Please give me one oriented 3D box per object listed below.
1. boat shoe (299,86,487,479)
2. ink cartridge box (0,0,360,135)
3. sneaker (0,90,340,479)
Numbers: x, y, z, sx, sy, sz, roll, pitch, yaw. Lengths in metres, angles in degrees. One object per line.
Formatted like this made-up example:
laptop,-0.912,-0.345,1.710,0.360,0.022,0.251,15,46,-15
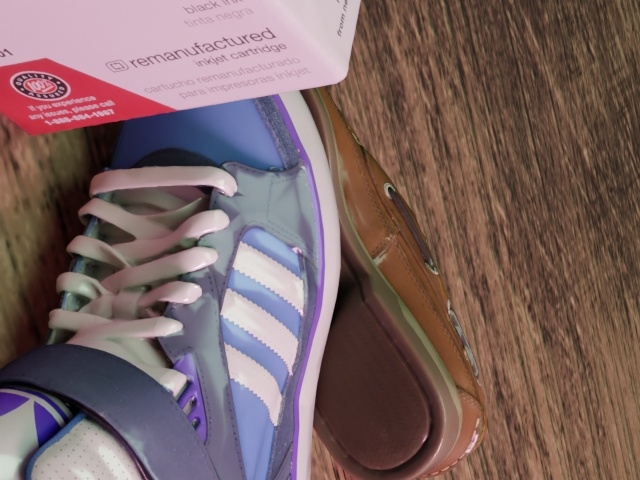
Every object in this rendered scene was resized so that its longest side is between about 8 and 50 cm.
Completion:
boat shoe,0.000,0.000,0.807,0.104,0.110,0.307,0,64,-62
ink cartridge box,-0.127,-0.170,0.579,0.273,0.197,0.114,43,49,-48
sneaker,-0.094,0.046,0.660,0.236,0.130,0.323,-3,93,-64
